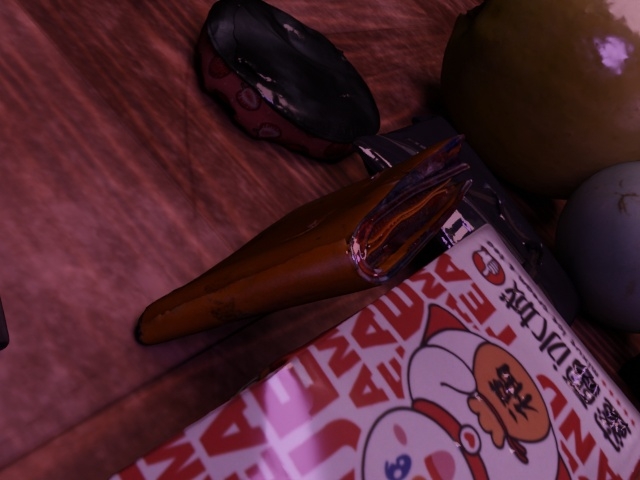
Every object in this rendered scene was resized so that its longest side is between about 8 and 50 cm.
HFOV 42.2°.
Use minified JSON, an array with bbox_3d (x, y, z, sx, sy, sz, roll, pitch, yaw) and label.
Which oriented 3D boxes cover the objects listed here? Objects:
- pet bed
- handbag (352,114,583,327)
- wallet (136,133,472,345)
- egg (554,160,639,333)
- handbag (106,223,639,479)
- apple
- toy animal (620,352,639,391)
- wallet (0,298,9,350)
[{"bbox_3d":[-0.028,-0.151,0.765,0.201,0.053,0.201,27,36,-22],"label":"pet bed"},{"bbox_3d":[0.138,-0.003,0.732,0.254,0.088,0.211,51,24,3],"label":"handbag"},{"bbox_3d":[0.002,0.002,0.513,0.042,0.161,0.195,62,32,-8],"label":"wallet"},{"bbox_3d":[0.321,0.007,0.830,0.168,0.168,0.231,60,14,26],"label":"egg"},{"bbox_3d":[0.033,0.125,0.408,0.171,0.151,0.298,53,36,7],"label":"handbag"},{"bbox_3d":[0.268,-0.176,0.931,0.257,0.295,0.233,26,72,-5],"label":"apple"},{"bbox_3d":[0.422,0.165,0.767,0.235,0.165,0.187,54,16,24],"label":"toy animal"},{"bbox_3d":[-0.211,-0.009,0.424,0.082,0.018,0.157,9,46,-42],"label":"wallet"}]
